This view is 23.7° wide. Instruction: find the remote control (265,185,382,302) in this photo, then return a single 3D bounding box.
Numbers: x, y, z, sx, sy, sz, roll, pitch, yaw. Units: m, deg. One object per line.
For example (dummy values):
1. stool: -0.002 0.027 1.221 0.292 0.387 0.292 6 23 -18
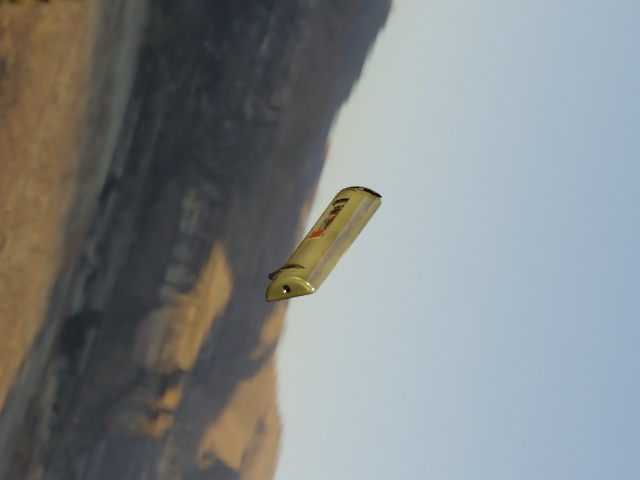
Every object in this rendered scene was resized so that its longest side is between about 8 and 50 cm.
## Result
1. remote control: 0.000 0.000 0.740 0.016 0.034 0.091 66 32 -21
